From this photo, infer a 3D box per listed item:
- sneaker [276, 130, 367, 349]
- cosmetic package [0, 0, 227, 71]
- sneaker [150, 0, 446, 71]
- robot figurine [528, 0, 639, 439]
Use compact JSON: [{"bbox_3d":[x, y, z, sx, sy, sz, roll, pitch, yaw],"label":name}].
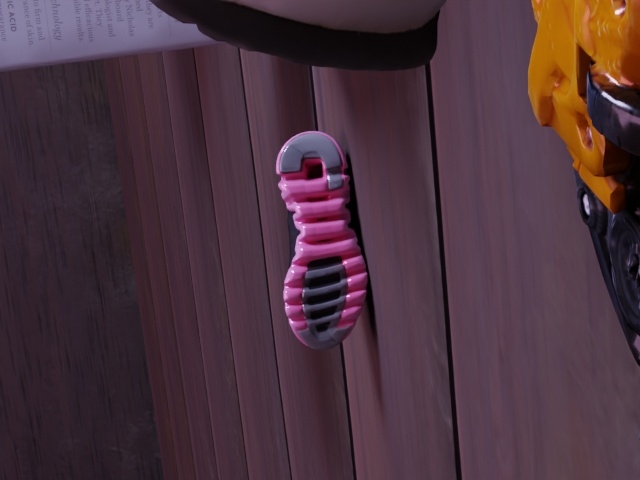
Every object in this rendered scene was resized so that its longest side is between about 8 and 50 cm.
[{"bbox_3d":[0.000,0.000,1.100,0.057,0.047,0.119,-160,68,-87],"label":"sneaker"},{"bbox_3d":[-0.138,-0.154,1.173,0.117,0.231,0.085,-128,29,-70],"label":"cosmetic package"},{"bbox_3d":[0.008,-0.256,0.635,0.182,0.158,0.410,-44,48,41],"label":"sneaker"},{"bbox_3d":[0.104,-0.012,0.295,0.291,0.085,0.211,-115,18,-57],"label":"robot figurine"}]
